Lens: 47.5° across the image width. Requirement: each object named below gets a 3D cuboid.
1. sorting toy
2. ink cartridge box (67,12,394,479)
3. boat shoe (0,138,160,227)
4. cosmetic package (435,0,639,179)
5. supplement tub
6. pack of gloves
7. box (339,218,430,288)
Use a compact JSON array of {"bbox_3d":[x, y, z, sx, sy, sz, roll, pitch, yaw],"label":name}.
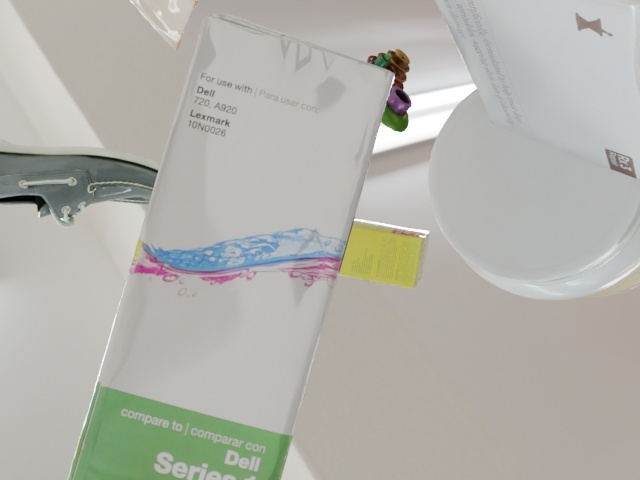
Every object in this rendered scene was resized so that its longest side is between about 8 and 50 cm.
[{"bbox_3d":[0.069,-0.155,0.707,0.061,0.042,0.102,24,-139,-31],"label":"sorting toy"},{"bbox_3d":[-0.050,0.022,0.492,0.117,0.201,0.278,16,-92,-1],"label":"ink cartridge box"},{"bbox_3d":[-0.337,-0.060,0.910,0.319,0.116,0.099,5,-106,-24],"label":"boat shoe"},{"bbox_3d":[0.254,-0.259,0.500,0.156,0.217,0.385,32,-97,34],"label":"cosmetic package"},{"bbox_3d":[0.277,-0.054,0.818,0.241,0.241,0.331,54,-158,21],"label":"supplement tub"},{"bbox_3d":[-0.211,-0.386,0.891,0.232,0.195,0.046,45,-135,8],"label":"pack of gloves"},{"bbox_3d":[0.000,0.000,0.807,0.232,0.058,0.087,11,-172,14],"label":"box"}]
